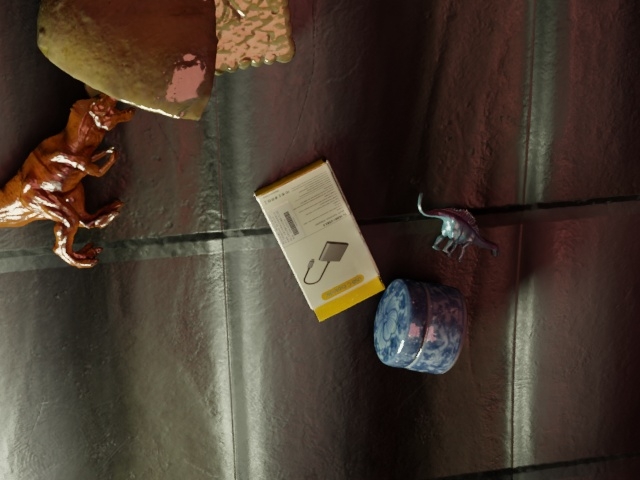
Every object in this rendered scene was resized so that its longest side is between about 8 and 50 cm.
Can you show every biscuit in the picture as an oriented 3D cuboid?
[{"bbox_3d":[-0.204,-0.332,1.919,0.325,0.044,0.217,-14,114,-8],"label":"biscuit"}]

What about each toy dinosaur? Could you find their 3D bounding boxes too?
[{"bbox_3d":[0.220,-0.013,2.147,0.197,0.045,0.080,34,86,-30],"label":"toy dinosaur"},{"bbox_3d":[-0.407,-0.050,1.947,0.432,0.097,0.208,-39,115,6],"label":"toy dinosaur"}]

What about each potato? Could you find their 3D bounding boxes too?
[{"bbox_3d":[-0.254,-0.303,1.758,0.189,0.264,0.211,7,116,-27],"label":"potato"}]

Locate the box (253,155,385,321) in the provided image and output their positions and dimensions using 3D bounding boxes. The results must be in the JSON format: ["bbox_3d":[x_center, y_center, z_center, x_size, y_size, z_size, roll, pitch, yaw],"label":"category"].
[{"bbox_3d":[0.000,0.000,2.102,0.129,0.033,0.247,-26,114,-4],"label":"box"}]

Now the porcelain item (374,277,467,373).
[{"bbox_3d":[0.157,0.137,2.130,0.114,0.147,0.147,12,107,-18],"label":"porcelain item"}]
